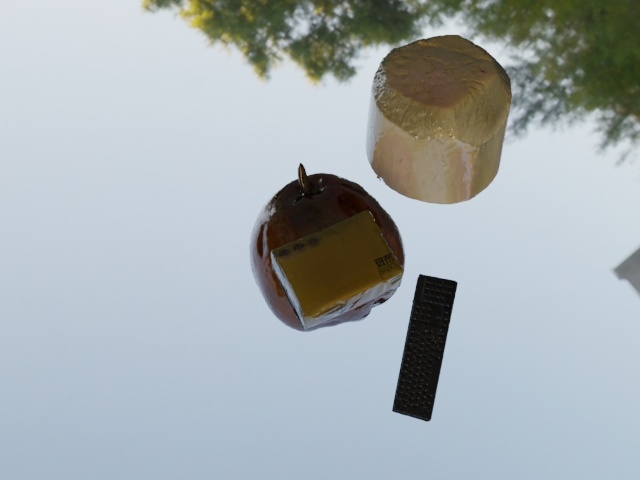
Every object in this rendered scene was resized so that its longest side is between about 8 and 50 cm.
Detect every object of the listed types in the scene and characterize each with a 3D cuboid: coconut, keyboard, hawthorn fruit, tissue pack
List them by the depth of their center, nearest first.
[{"bbox_3d":[0.024,0.043,1.255,0.169,0.082,0.120,-23,-111,-15],"label":"tissue pack"},{"bbox_3d":[0.189,-0.185,1.387,0.239,0.244,0.239,-1,-129,2],"label":"coconut"},{"bbox_3d":[0.000,0.000,1.469,0.277,0.276,0.298,-79,-22,-56],"label":"hawthorn fruit"},{"bbox_3d":[0.225,0.232,1.848,0.100,0.310,0.018,10,178,32],"label":"keyboard"}]
